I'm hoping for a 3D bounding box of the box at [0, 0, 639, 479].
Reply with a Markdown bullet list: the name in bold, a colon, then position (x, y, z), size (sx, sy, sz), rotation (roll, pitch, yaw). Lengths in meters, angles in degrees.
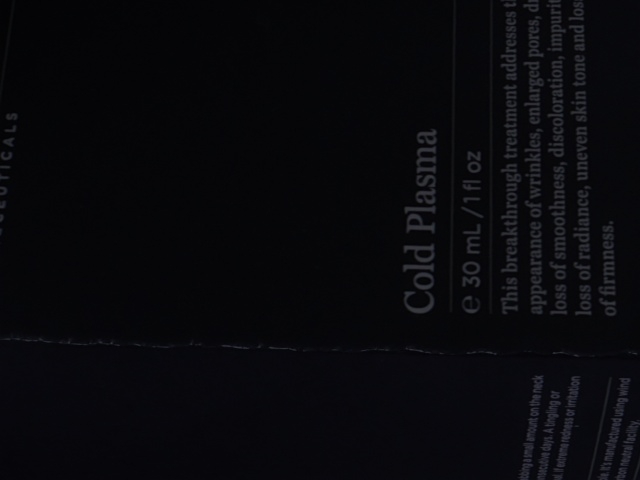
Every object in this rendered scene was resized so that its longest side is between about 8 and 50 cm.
- **box**: position (0.017, -0.069, 0.755), size (0.179, 0.313, 0.343), rotation (89, 4, -61)
